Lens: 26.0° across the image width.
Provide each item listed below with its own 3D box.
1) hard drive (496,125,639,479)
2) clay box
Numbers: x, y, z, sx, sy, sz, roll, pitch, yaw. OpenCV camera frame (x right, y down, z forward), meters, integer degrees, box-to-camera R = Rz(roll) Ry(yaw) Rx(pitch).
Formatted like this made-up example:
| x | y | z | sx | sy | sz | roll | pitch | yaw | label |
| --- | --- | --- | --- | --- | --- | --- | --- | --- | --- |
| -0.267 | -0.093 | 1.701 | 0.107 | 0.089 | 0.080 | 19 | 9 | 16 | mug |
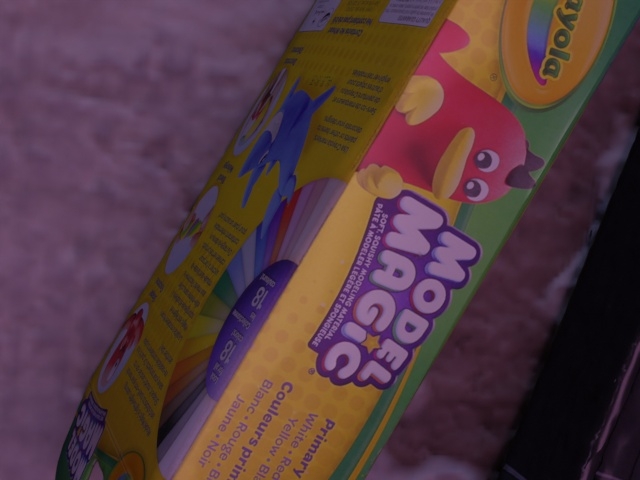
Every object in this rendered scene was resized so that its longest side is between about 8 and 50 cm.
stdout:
| x | y | z | sx | sy | sz | roll | pitch | yaw | label |
| --- | --- | --- | --- | --- | --- | --- | --- | --- | --- |
| 0.211 | 0.027 | 0.498 | 0.237 | 0.064 | 0.339 | 20 | 93 | -17 | hard drive |
| 0.000 | 0.000 | 0.404 | 0.053 | 0.127 | 0.222 | 30 | 91 | -18 | clay box |
